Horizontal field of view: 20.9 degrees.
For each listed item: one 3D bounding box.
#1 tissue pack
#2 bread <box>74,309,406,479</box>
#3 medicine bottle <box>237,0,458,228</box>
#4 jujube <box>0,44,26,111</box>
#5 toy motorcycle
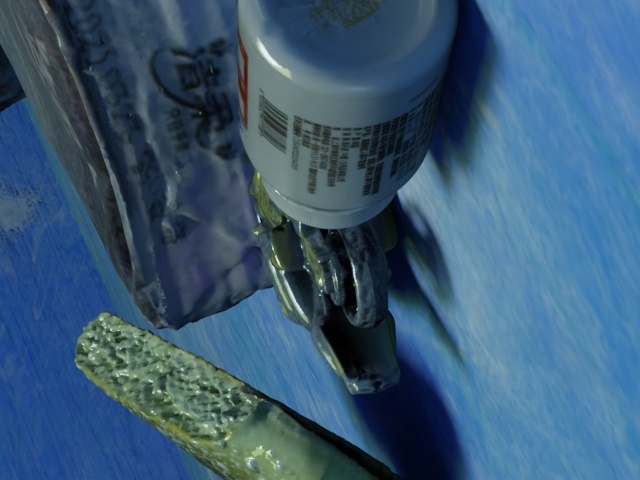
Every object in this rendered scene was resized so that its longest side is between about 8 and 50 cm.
[{"bbox_3d":[-0.143,-0.159,1.078,0.394,0.124,0.288,51,163,57],"label":"tissue pack"},{"bbox_3d":[-0.026,0.124,0.997,0.207,0.056,0.286,37,172,-25],"label":"bread"},{"bbox_3d":[0.007,-0.060,0.667,0.140,0.079,0.079,96,151,-68],"label":"medicine bottle"},{"bbox_3d":[-0.303,-0.214,1.358,0.215,0.308,0.247,13,108,30],"label":"jujube"},{"bbox_3d":[0.000,0.000,0.861,0.193,0.061,0.124,-115,16,-49],"label":"toy motorcycle"}]
